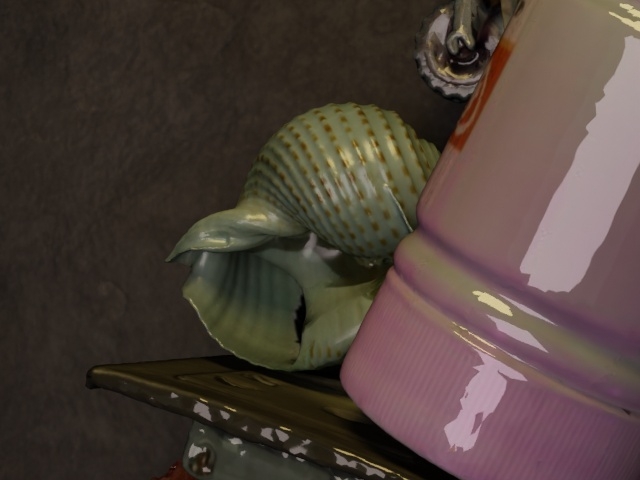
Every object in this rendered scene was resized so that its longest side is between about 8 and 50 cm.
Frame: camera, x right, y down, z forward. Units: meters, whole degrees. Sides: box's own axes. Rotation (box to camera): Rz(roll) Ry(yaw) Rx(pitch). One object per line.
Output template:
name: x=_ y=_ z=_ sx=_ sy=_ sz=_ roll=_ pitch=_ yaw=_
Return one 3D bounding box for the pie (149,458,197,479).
pie: x=-0.063 y=0.235 z=1.338 sx=0.218 sy=0.054 sz=0.204 roll=24 pitch=70 yaw=38

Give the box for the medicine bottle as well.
medicine bottle: x=0.164 y=-0.012 z=1.158 sx=0.202 sy=0.202 sz=0.316 roll=31 pitch=100 yaw=21

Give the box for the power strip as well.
power strip: x=0.004 y=0.140 z=1.252 sx=0.257 sy=0.251 sz=0.092 roll=16 pitch=100 yaw=22

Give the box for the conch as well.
conch: x=0.007 y=-0.001 z=1.321 sx=0.200 sy=0.131 sz=0.172 roll=-22 pitch=82 yaw=27

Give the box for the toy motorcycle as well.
toy motorcycle: x=0.161 y=-0.181 z=1.281 sx=0.229 sy=0.094 sz=0.130 roll=-20 pitch=76 yaw=11
